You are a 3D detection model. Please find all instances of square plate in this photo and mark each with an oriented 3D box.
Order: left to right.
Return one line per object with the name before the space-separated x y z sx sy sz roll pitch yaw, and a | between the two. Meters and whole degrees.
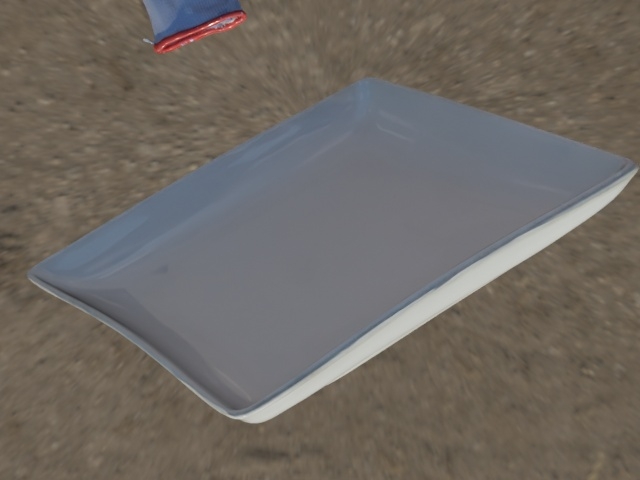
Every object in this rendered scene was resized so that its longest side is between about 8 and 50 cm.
square plate | 0.000 0.000 1.275 0.344 0.347 0.049 -32 119 -21

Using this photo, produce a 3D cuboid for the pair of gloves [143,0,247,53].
pair of gloves | -0.043 -0.181 0.834 0.198 0.023 0.159 -25 78 7
